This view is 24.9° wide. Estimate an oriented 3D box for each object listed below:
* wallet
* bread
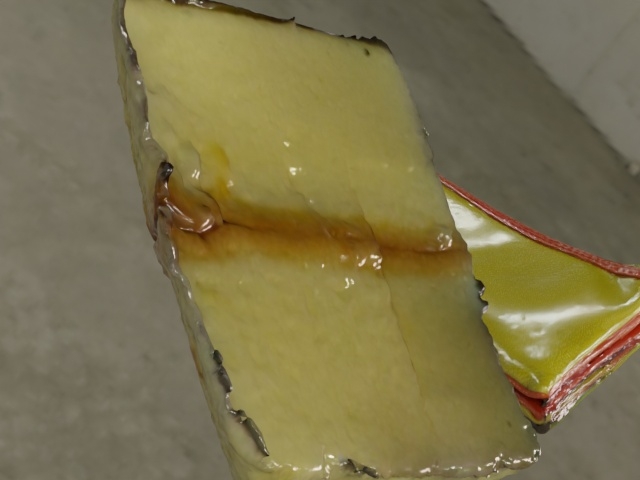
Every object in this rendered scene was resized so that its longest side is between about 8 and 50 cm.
[{"bbox_3d":[0.093,0.027,0.949,0.141,0.067,0.241,-32,46,-33],"label":"wallet"},{"bbox_3d":[0.000,0.000,0.632,0.178,0.135,0.240,65,8,-73],"label":"bread"}]
